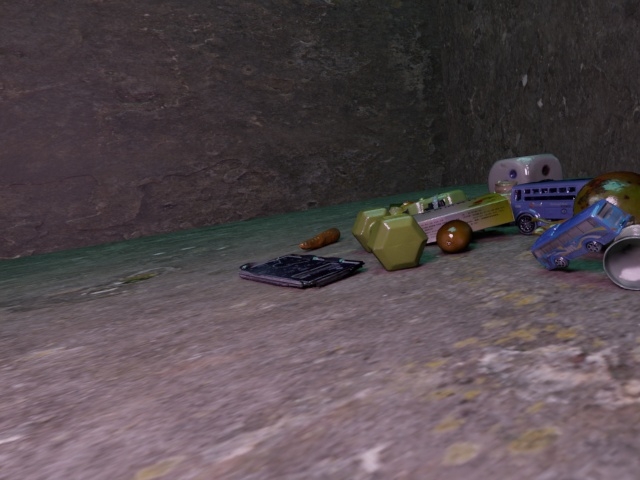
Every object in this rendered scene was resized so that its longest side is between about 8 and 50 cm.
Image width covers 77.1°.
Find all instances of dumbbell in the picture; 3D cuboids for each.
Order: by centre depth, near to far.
[{"bbox_3d":[0.148,-0.013,0.926,0.122,0.108,0.302,-10,8,-2],"label":"dumbbell"}]

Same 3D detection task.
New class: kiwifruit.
[{"bbox_3d":[0.303,-0.010,0.909,0.075,0.075,0.124,-2,14,31],"label":"kiwifruit"}]

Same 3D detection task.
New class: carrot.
[{"bbox_3d":[0.000,0.000,1.212,0.047,0.047,0.191,-1,14,35],"label":"carrot"}]

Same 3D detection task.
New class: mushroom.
[{"bbox_3d":[0.555,-0.113,1.192,0.166,0.127,0.166,-13,12,3],"label":"mushroom"}]

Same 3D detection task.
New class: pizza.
[{"bbox_3d":[0.353,-0.114,1.551,0.288,0.075,0.280,-14,10,-40],"label":"pizza"}]

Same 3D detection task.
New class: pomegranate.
[{"bbox_3d":[0.508,-0.049,0.738,0.220,0.156,0.156,-3,9,41],"label":"pomegranate"}]

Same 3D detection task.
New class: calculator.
[{"bbox_3d":[-0.051,0.062,0.874,0.166,0.028,0.274,-14,11,-40],"label":"calculator"}]

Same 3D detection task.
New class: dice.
[{"bbox_3d":[0.768,-0.221,1.510,0.194,0.191,0.193,-9,9,-20],"label":"dice"}]

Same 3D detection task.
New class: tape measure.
[{"bbox_3d":[0.407,-0.105,1.352,0.200,0.106,0.175,-10,-5,-30],"label":"tape measure"}]

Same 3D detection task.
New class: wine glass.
[{"bbox_3d":[0.458,0.016,0.582,0.073,0.073,0.155,-1,11,39],"label":"wine glass"}]

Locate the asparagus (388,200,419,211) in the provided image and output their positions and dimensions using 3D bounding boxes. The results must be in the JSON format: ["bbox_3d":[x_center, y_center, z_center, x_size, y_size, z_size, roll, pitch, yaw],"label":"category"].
[{"bbox_3d":[0.431,-0.143,1.741,0.278,0.060,0.067,-1,30,39],"label":"asparagus"}]

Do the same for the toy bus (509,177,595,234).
[{"bbox_3d":[0.593,-0.082,0.915,0.126,0.133,0.292,-11,9,-27],"label":"toy bus"}]

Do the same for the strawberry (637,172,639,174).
[{"bbox_3d":[0.783,-0.115,1.025,0.131,0.131,0.148,-4,17,23],"label":"strawberry"}]

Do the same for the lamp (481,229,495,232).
[{"bbox_3d":[0.419,-0.036,1.119,0.054,0.041,0.121,-22,12,-30],"label":"lamp"}]

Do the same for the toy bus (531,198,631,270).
[{"bbox_3d":[0.389,-0.004,0.611,0.051,0.061,0.153,-41,-10,-20],"label":"toy bus"}]

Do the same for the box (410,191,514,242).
[{"bbox_3d":[0.348,-0.056,1.056,0.261,0.062,0.175,-17,8,14],"label":"box"}]
